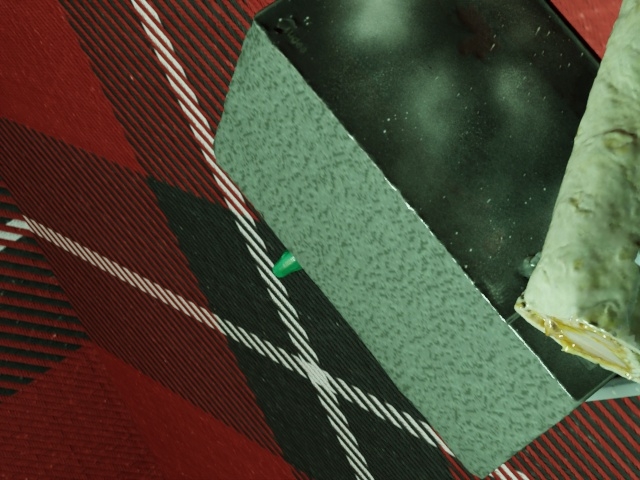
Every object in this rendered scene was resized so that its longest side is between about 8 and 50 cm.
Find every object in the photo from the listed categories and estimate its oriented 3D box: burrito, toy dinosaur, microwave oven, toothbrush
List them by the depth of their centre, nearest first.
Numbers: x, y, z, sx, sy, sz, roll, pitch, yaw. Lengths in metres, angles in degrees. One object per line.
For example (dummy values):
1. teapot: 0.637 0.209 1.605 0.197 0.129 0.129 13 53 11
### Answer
1. burrito: 0.260 -0.046 1.294 0.143 0.299 0.105 19 167 10
2. microwave oven: 0.132 -0.037 1.555 0.432 0.236 0.374 51 160 10
3. toothbrush: 0.285 0.167 1.821 0.025 0.030 0.342 56 159 -4
4. toy dinosaur: 0.000 0.000 2.071 0.059 0.132 0.096 52 -157 1

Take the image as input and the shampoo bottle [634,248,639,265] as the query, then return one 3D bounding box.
1. shampoo bottle: 0.287 -0.117 1.081 0.098 0.071 0.309 28 104 56
